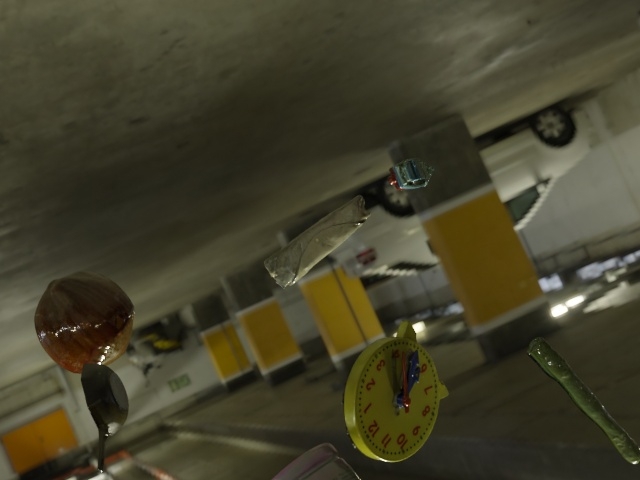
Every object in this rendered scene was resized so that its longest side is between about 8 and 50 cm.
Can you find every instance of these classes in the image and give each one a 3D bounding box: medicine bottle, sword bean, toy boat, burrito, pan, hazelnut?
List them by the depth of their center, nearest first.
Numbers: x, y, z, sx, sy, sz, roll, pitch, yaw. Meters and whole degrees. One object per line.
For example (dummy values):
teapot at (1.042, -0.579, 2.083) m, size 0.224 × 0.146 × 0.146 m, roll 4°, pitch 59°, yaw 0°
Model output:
sword bean at (0.435, 0.265, 1.603) m, size 0.038 × 0.269 × 0.043 m, roll -43°, pitch -173°, yaw -1°
pan at (-0.367, 0.309, 1.735) m, size 0.048 × 0.202 × 0.128 m, roll -21°, pitch 159°, yaw 5°
medicine bottle at (0.037, 0.611, 2.056) m, size 0.212 × 0.325 × 0.212 m, roll -34°, pitch 160°, yaw -15°
hazelnut at (-0.492, 0.171, 2.085) m, size 0.210 × 0.186 × 0.210 m, roll -37°, pitch 141°, yaw -37°
toy boat at (0.209, -0.151, 2.205) m, size 0.058 × 0.069 × 0.173 m, roll -23°, pitch 176°, yaw 28°
burrito at (0.000, 0.000, 2.226) m, size 0.275 × 0.082 × 0.059 m, roll -37°, pitch -164°, yaw -5°

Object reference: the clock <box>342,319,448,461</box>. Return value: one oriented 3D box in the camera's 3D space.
clock at (0.175, 0.353, 2.206) m, size 0.071 × 0.277 × 0.293 m, roll 1°, pitch -136°, yaw 50°
